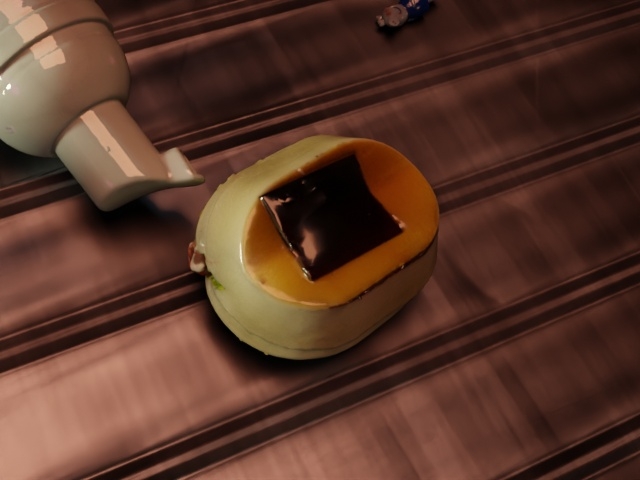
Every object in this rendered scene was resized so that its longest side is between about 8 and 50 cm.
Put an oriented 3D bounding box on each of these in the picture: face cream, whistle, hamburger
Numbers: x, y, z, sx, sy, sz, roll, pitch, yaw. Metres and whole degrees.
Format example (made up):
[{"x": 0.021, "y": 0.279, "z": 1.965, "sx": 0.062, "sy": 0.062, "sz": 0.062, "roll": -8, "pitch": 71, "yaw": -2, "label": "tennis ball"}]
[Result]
[{"x": -0.250, "y": -0.163, "z": 0.858, "sx": 0.145, "sy": 0.145, "sz": 0.369, "roll": -35, "pitch": 82, "yaw": -26, "label": "face cream"}, {"x": 0.094, "y": -0.239, "z": 1.041, "sx": 0.083, "sy": 0.029, "sz": 0.033, "roll": -35, "pitch": 41, "yaw": -21, "label": "whistle"}, {"x": 0.000, "y": 0.000, "z": 0.847, "sx": 0.210, "sy": 0.116, "sz": 0.173, "roll": -35, "pitch": 81, "yaw": -30, "label": "hamburger"}]
